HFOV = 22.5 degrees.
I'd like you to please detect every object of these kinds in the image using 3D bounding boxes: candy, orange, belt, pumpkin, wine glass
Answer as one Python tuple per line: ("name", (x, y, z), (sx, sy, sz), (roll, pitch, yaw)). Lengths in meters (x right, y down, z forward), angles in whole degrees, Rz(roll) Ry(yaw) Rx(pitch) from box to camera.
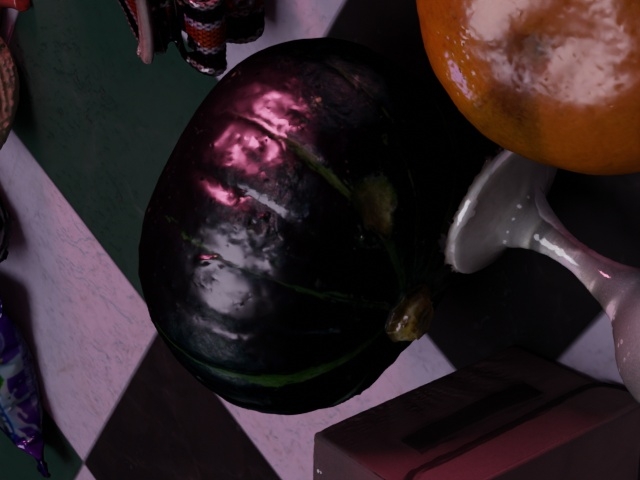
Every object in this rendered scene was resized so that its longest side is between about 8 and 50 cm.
("candy", (-0.415, 0.172, 2.103), (0.145, 0.070, 0.275), (22, 130, 51))
("orange", (0.186, -0.159, 1.106), (0.240, 0.171, 0.240), (9, 116, 19))
("belt", (-0.190, -0.278, 1.535), (0.359, 0.126, 0.094), (39, 147, 36))
("pumpkin", (0.000, 0.000, 1.325), (0.238, 0.315, 0.315), (30, 132, 26))
("wine glass", (0.247, 0.048, 1.200), (0.321, 0.143, 0.143), (40, 137, 26))

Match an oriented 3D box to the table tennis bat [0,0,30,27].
("table tennis bat", (-0.377, -0.276, 1.826), (0.155, 0.019, 0.098), (15, 123, 47))

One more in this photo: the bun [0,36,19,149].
("bun", (-0.437, -0.171, 1.815), (0.118, 0.195, 0.195), (17, 124, 41))

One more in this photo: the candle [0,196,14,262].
("candle", (-0.538, -0.014, 2.042), (0.330, 0.187, 0.187), (-6, 107, 53))

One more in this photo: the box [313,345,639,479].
("box", (0.131, 0.218, 1.350), (0.153, 0.252, 0.188), (28, 130, 44))
